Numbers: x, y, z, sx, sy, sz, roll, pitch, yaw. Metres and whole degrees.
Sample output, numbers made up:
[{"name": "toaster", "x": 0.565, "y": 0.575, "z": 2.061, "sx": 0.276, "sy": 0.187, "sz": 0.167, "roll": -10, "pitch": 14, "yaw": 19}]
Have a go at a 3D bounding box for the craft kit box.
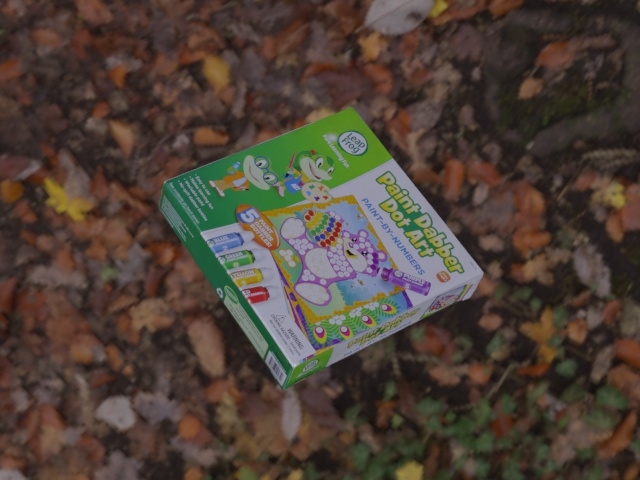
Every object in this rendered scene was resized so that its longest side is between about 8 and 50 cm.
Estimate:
[{"name": "craft kit box", "x": 0.000, "y": 0.000, "z": 1.361, "sx": 0.250, "sy": 0.246, "sz": 0.061, "roll": 53, "pitch": 147, "yaw": 22}]
